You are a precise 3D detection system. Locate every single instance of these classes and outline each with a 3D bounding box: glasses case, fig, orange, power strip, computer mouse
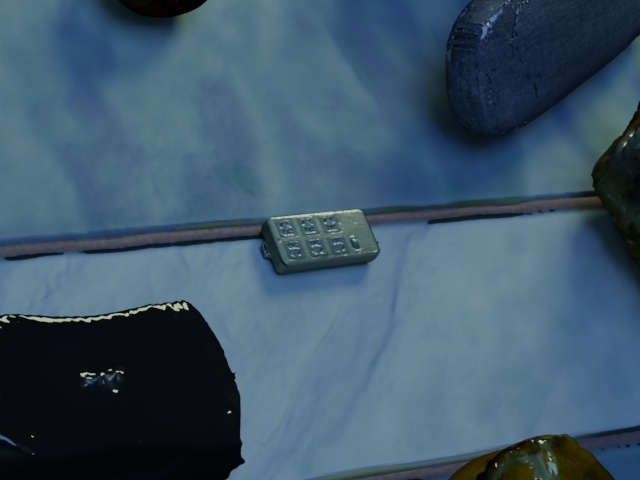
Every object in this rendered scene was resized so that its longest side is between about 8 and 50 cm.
[{"bbox_3d":[0.190,-0.176,1.562,0.067,0.109,0.282,15,38,38],"label":"glasses case"},{"bbox_3d":[-0.118,-0.207,1.439,0.084,0.082,0.098,-27,53,-2],"label":"fig"},{"bbox_3d":[0.130,0.199,1.281,0.170,0.112,0.160,57,36,-30],"label":"orange"},{"bbox_3d":[0.000,0.000,1.401,0.090,0.016,0.040,-7,63,-31],"label":"power strip"},{"bbox_3d":[-0.143,0.101,1.220,0.217,0.073,0.122,-1,63,-37],"label":"computer mouse"}]

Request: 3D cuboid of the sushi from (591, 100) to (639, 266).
[{"bbox_3d":[0.312,-0.035,1.484,0.274,0.184,0.139,49,49,9],"label":"sushi"}]
